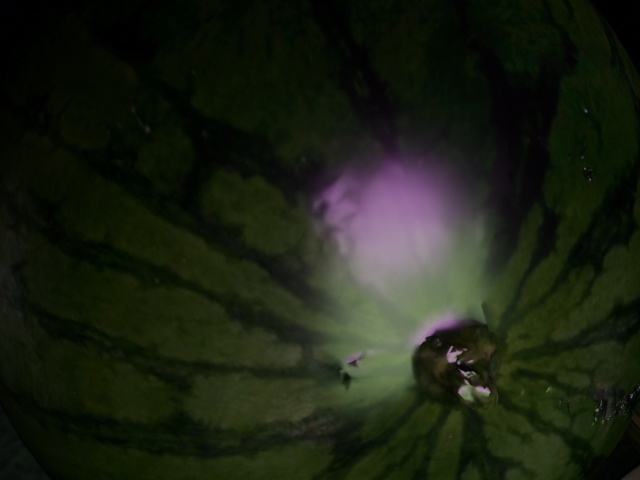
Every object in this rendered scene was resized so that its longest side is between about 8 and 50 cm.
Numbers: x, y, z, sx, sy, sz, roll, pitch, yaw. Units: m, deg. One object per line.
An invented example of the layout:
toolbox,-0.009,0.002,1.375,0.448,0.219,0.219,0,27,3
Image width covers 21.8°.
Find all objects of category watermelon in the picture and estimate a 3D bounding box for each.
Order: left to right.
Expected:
watermelon,-0.002,-0.002,0.559,0.242,0.242,0.242,-12,117,-24

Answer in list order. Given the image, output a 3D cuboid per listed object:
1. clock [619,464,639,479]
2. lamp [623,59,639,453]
clock,0.202,0.185,0.870,0.229,0.063,0.155,-43,125,-4
lamp,0.220,0.018,0.712,0.250,0.250,0.284,-28,164,-15
